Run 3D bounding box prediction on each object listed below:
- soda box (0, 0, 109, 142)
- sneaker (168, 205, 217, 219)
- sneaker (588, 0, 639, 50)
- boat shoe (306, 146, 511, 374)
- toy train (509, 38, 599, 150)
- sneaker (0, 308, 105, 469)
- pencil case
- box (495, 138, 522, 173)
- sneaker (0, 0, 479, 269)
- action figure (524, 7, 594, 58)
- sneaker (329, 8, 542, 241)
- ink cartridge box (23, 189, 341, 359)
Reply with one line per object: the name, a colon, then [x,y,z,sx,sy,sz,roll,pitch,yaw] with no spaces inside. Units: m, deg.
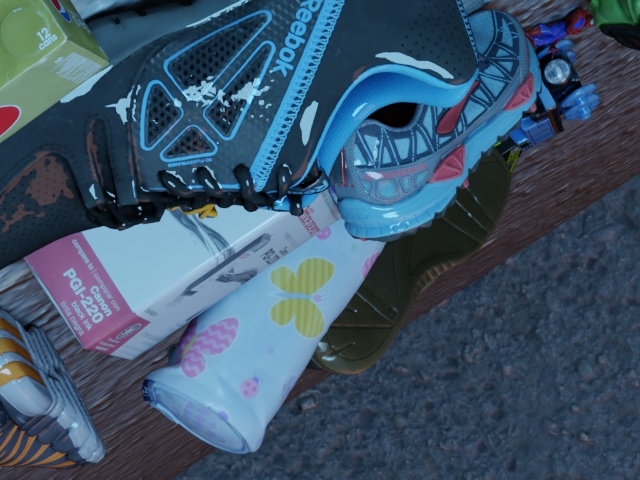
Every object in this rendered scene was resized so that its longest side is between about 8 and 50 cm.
soda box: [-0.191,-0.058,0.682,0.181,0.061,0.058,-35,170,7]
sneaker: [-0.089,-0.053,0.982,0.084,0.083,0.215,-39,168,37]
sneaker: [0.366,-0.190,1.338,0.185,0.202,0.483,-37,-178,15]
boat shoe: [0.082,0.016,1.677,0.342,0.123,0.123,-52,-166,-23]
toy train: [0.234,-0.151,1.574,0.105,0.080,0.184,-29,171,9]
sneaker: [-0.301,0.155,1.260,0.180,0.124,0.321,-29,159,-3]
pencil case: [-0.040,0.051,1.284,0.273,0.113,0.124,-56,-162,-18]
box: [0.160,-0.067,1.836,0.184,0.045,0.190,-35,170,-6]
sneaker: [-0.073,-0.062,0.824,0.341,0.139,0.125,-33,172,3]
action figure: [0.232,-0.203,1.460,0.115,0.030,0.038,-28,164,-39]
sneaker: [0.089,-0.120,1.162,0.104,0.125,0.262,1,-140,36]
ink cartridge box: [-0.099,-0.005,1.157,0.218,0.092,0.158,-36,170,0]
